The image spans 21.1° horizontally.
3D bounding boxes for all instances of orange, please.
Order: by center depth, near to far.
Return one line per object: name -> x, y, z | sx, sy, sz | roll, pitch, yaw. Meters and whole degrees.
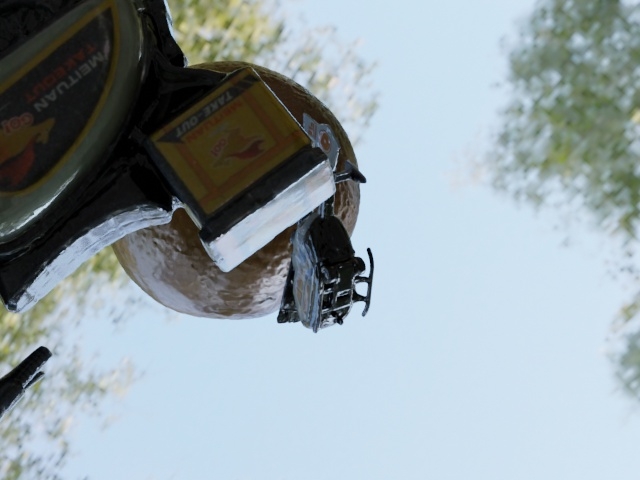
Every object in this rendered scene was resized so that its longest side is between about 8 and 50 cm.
orange -> -0.094, -0.051, 1.644 | 0.264, 0.264, 0.264 | 16, -129, -20

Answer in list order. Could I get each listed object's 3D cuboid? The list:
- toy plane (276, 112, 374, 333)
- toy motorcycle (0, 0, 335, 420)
toy plane -> 0.000, 0.000, 1.324 | 0.053, 0.197, 0.078 | -17, -142, -28
toy motorcycle -> -0.140, 0.002, 0.692 | 0.263, 0.091, 0.157 | -38, -103, -4
